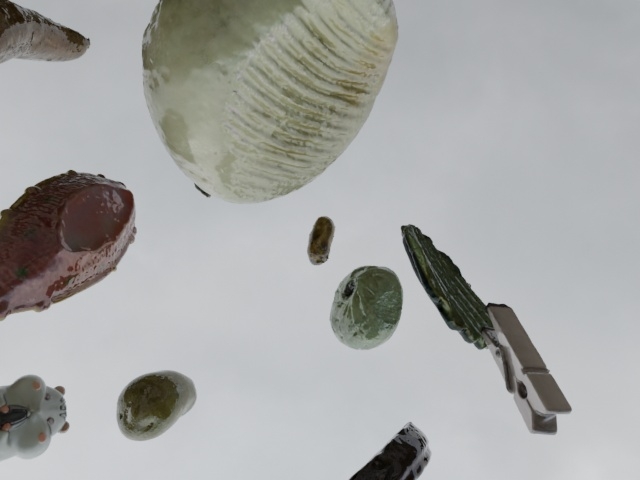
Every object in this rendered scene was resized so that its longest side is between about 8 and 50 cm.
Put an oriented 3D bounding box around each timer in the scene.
[{"bbox_3d":[-0.614,0.332,0.855,0.315,0.291,0.291,-3,-136,-39],"label":"timer"}]

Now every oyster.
[{"bbox_3d":[-0.392,-0.212,1.686,0.098,0.037,0.100,37,-81,18],"label":"oyster"}]

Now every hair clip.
[{"bbox_3d":[0.460,0.288,1.137,0.085,0.101,0.331,10,-149,-8],"label":"hair clip"}]

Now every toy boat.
[{"bbox_3d":[-0.307,-0.014,0.614,0.099,0.141,0.318,-23,-159,20],"label":"toy boat"}]

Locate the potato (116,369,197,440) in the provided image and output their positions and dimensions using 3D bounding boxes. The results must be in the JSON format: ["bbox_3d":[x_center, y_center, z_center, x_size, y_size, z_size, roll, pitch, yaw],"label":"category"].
[{"bbox_3d":[-0.381,0.385,1.166,0.194,0.157,0.157,3,-144,-52],"label":"potato"}]

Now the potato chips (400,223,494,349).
[{"bbox_3d":[0.363,0.119,1.398,0.358,0.070,0.429,7,-131,-59],"label":"potato chips"}]

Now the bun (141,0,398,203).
[{"bbox_3d":[-0.074,-0.232,0.655,0.365,0.365,0.219,-30,-118,-25],"label":"bun"}]

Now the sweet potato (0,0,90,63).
[{"bbox_3d":[-0.466,-0.304,0.709,0.114,0.092,0.341,37,-160,-12],"label":"sweet potato"}]

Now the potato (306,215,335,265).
[{"bbox_3d":[0.000,0.000,0.795,0.040,0.051,0.083,12,-95,-11],"label":"potato"}]

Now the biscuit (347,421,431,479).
[{"bbox_3d":[0.043,0.487,0.856,0.407,0.407,0.091,-33,-115,-27],"label":"biscuit"}]

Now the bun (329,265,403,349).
[{"bbox_3d":[0.092,0.150,1.130,0.108,0.221,0.221,16,-134,-21],"label":"bun"}]
